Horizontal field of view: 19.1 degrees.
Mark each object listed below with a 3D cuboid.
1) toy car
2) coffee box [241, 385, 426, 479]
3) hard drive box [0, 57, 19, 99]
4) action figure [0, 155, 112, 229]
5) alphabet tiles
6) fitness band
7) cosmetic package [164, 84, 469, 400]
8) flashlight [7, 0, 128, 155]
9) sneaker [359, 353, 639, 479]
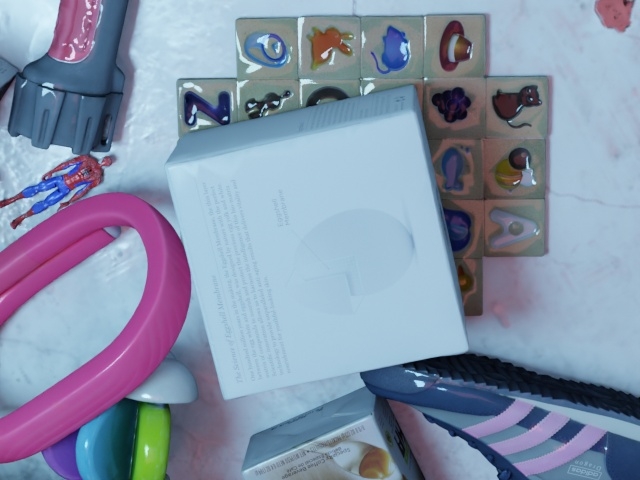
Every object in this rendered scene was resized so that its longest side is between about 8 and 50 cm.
[{"bbox_3d":[-0.192,0.177,1.742,0.136,0.182,0.159,6,96,-16],"label":"toy car"},{"bbox_3d":[0.043,0.280,1.806,0.141,0.098,0.246,-25,102,10],"label":"coffee box"},{"bbox_3d":[-0.402,-0.163,1.673,0.232,0.181,0.089,34,105,-5],"label":"hard drive box"},{"bbox_3d":[-0.244,-0.049,1.773,0.115,0.030,0.038,-28,96,8],"label":"action figure"},{"bbox_3d":[0.038,-0.067,1.760,0.342,0.011,0.285,0,105,4],"label":"alphabet tiles"},{"bbox_3d":[-0.239,0.080,1.718,0.291,0.209,0.054,-34,137,17],"label":"fitness band"},{"bbox_3d":[0.000,0.000,1.702,0.225,0.138,0.224,-12,104,5],"label":"cosmetic package"},{"bbox_3d":[-0.216,-0.232,1.687,0.103,0.103,0.304,23,108,24],"label":"flashlight"},{"bbox_3d":[0.179,0.187,1.767,0.319,0.112,0.131,16,102,0],"label":"sneaker"}]
